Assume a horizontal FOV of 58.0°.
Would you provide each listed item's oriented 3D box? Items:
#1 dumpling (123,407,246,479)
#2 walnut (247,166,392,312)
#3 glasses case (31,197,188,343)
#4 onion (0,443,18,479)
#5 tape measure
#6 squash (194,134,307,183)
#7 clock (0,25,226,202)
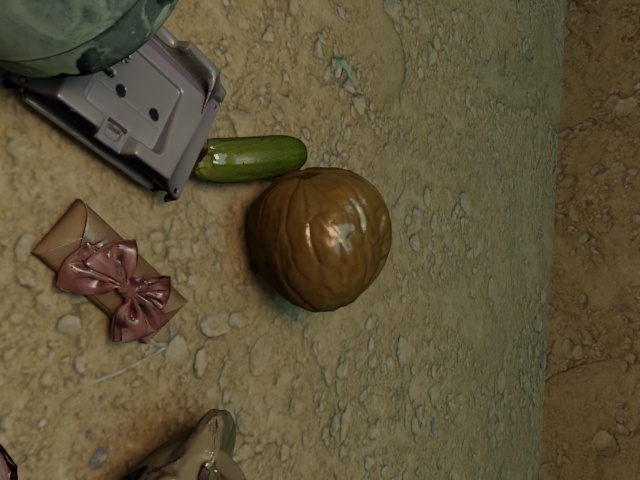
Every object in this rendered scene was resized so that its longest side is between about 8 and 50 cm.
[{"bbox_3d":[-0.175,0.336,0.700,0.164,0.204,0.292,10,96,-19],"label":"dumpling"},{"bbox_3d":[0.000,0.000,0.872,0.228,0.228,0.227,4,85,-50],"label":"walnut"},{"bbox_3d":[-0.241,0.052,0.681,0.193,0.070,0.102,53,52,-34],"label":"glasses case"},{"bbox_3d":[-0.396,0.231,0.441,0.283,0.120,0.226,38,62,-46],"label":"onion"},{"bbox_3d":[-0.263,-0.285,0.530,0.147,0.275,0.256,44,57,-72],"label":"tape measure"},{"bbox_3d":[-0.099,-0.122,0.857,0.239,0.069,0.069,-19,102,-56],"label":"squash"},{"bbox_3d":[-0.229,-0.184,0.700,0.253,0.084,0.186,40,59,-42],"label":"clock"}]
